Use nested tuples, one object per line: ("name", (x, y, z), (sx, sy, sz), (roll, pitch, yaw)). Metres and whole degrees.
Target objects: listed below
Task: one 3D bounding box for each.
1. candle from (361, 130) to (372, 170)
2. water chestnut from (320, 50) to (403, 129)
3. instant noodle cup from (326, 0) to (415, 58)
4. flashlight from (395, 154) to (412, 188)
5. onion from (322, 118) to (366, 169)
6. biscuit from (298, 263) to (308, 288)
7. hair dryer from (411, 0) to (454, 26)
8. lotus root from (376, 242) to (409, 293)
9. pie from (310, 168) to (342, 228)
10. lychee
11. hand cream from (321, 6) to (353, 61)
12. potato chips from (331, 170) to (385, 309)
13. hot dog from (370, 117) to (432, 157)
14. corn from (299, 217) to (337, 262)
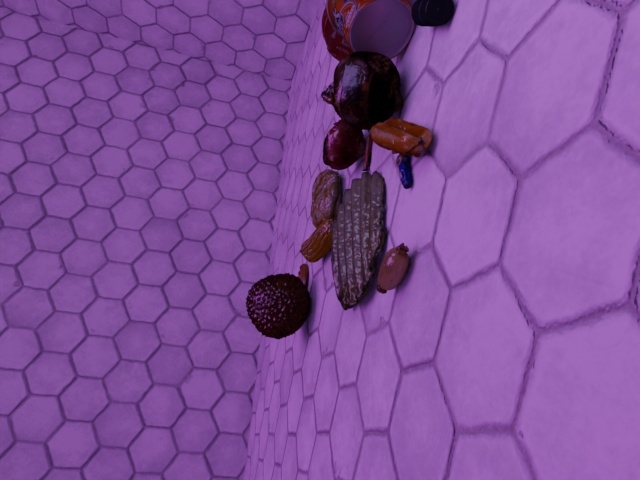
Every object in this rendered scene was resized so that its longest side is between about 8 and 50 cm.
("candle", (0.159, -0.307, 1.557), (0.026, 0.021, 0.167), (-7, 69, 49))
("water chestnut", (0.118, -0.429, 1.370), (0.224, 0.239, 0.223), (-11, -76, -58))
("instant noodle cup", (0.156, -0.658, 1.396), (0.250, 0.251, 0.192), (114, 151, -46))
("flashlight", (0.210, -0.181, 1.206), (0.057, 0.036, 0.121), (121, 156, -49))
("onion", (0.090, -0.317, 1.612), (0.147, 0.184, 0.183), (28, 114, 32))
("biscuit", (-0.088, 0.214, 2.170), (0.144, 0.033, 0.224), (165, 114, -76))
("hair dryer", (0.297, -0.623, 1.133), (0.124, 0.072, 0.218), (-106, 36, -63))
("lotus root", (0.174, 0.064, 1.120), (0.073, 0.062, 0.150), (-58, -9, -57))
("pie", (0.028, -0.165, 1.855), (0.201, 0.090, 0.247), (-35, 46, 57))
("lychee", (-0.176, 0.268, 1.984), (0.304, 0.276, 0.275), (-105, 28, -48))
("hand cream", (0.115, -0.732, 1.624), (0.149, 0.231, 0.230), (-95, 20, -50))
("potato chips", (0.108, 0.003, 1.447), (0.358, 0.070, 0.428), (125, 151, -55))
("hot dog", (0.200, -0.254, 1.189), (0.249, 0.102, 0.076), (-130, 22, -63))
("corn", (0.002, 0.004, 1.810), (0.313, 0.102, 0.101), (132, 146, -64))
